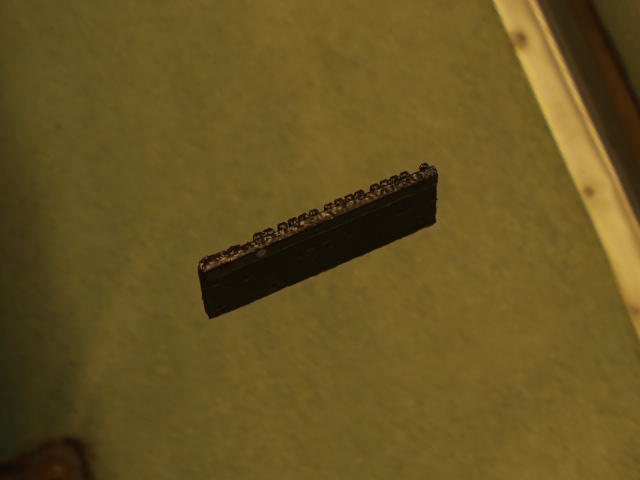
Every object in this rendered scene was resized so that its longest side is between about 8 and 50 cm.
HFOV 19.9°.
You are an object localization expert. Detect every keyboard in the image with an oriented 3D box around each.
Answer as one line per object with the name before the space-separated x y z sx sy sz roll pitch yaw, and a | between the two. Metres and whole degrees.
keyboard | 0.000 0.000 1.323 0.195 0.060 0.018 -22 48 -19
